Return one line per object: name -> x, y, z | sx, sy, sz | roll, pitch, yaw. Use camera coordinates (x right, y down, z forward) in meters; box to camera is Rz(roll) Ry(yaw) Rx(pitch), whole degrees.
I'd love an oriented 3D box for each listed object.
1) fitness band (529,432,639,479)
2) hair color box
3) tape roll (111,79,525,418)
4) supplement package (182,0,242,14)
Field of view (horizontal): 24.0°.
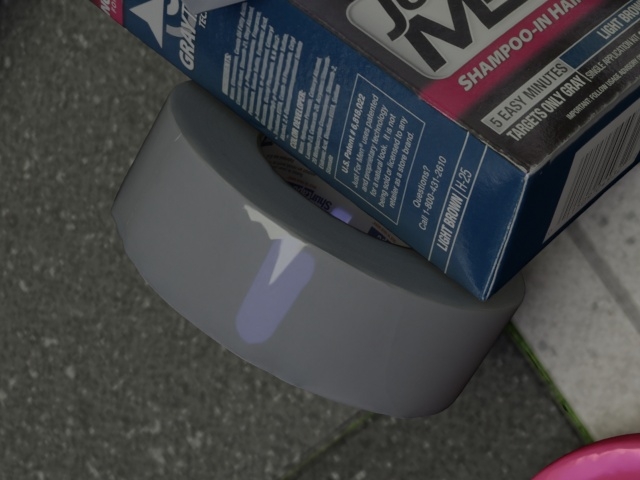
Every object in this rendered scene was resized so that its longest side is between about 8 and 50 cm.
fitness band -> 0.179, 0.248, 0.837 | 0.209, 0.054, 0.290 | 14, 102, 26
hair color box -> 0.016, -0.143, 0.813 | 0.347, 0.174, 0.105 | 38, 145, 20
tape roll -> 0.000, 0.000, 0.817 | 0.219, 0.219, 0.072 | 38, 111, 20
supplement package -> -0.037, -0.255, 0.699 | 0.134, 0.139, 0.244 | -15, 71, 7
